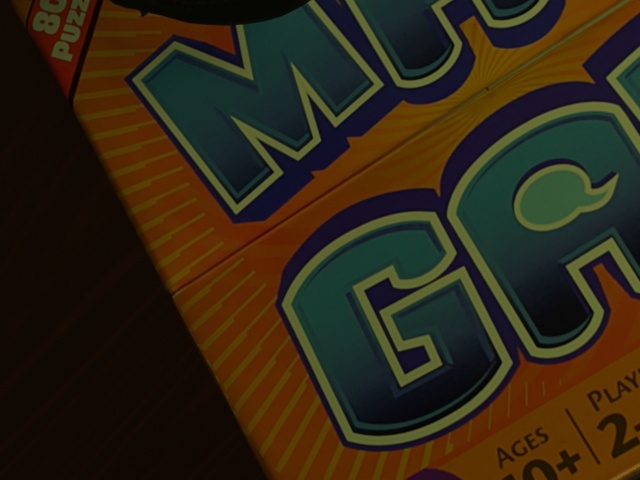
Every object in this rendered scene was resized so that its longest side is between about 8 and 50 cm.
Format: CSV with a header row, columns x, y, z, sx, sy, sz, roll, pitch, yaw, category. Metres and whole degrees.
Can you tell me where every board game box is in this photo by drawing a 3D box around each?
x,y,z,sx,sy,sz,roll,pitch,yaw,category
0.124,-0.050,0.852,0.356,0.356,0.356,-33,166,11,board game box

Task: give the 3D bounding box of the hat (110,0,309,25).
x,y,z,sx,sy,sz,roll,pitch,yaw,category
-0.063,-0.264,0.647,0.134,0.331,0.331,-59,178,-45,hat
